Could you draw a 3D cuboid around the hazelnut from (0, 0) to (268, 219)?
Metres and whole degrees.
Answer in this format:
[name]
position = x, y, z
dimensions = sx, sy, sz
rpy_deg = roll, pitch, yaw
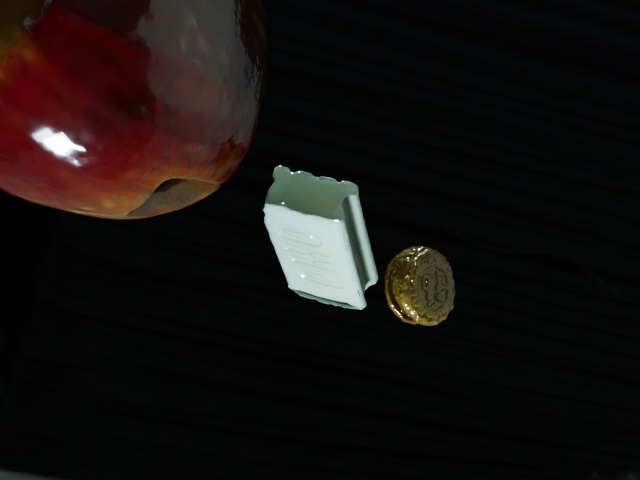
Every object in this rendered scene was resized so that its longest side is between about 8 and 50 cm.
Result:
[hazelnut]
position = -0.251, -0.229, 1.283
dimensions = 0.402, 0.402, 0.429
rpy_deg = 127, 138, -57

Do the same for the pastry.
[pastry]
position = 0.125, 0.057, 1.494
dimensions = 0.057, 0.109, 0.097
rpy_deg = -4, 106, 47

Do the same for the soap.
[soap]
position = 0.000, 0.000, 1.465
dimensions = 0.198, 0.114, 0.063
rpy_deg = 72, -143, -52
